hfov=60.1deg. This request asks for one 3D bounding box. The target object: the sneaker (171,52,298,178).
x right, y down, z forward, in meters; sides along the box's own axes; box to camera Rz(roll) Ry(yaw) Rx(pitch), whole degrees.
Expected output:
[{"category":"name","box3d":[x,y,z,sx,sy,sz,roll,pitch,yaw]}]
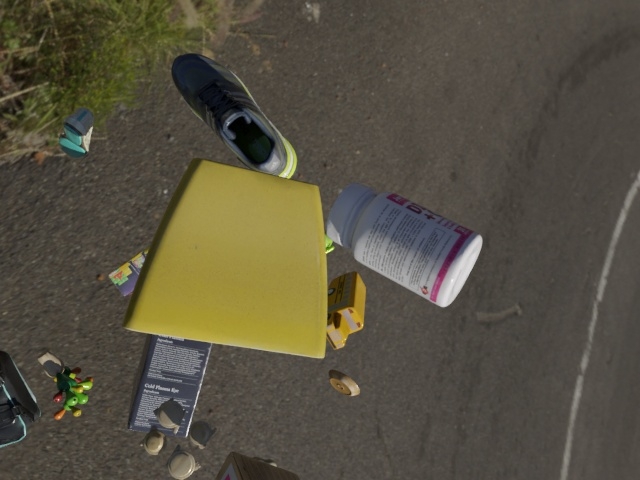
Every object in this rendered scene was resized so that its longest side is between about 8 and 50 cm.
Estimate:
[{"category":"sneaker","box3d":[-0.158,-0.229,0.992,0.300,0.111,0.121,45,2,4]}]

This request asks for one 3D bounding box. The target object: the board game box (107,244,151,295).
[{"category":"board game box","box3d":[-0.275,0.028,0.970,0.170,0.141,0.048,-37,95,-10]}]

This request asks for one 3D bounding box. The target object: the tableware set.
[{"category":"tableware set","box3d":[-0.339,0.467,1.305,0.168,0.020,0.141,34,83,7]}]

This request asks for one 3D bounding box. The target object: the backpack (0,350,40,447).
[{"category":"backpack","box3d":[-0.628,0.302,0.996,0.188,0.144,0.166,-26,103,-10]}]

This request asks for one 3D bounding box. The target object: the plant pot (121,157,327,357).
[{"category":"plant pot","box3d":[-0.101,0.013,0.664,0.212,0.212,0.187,12,89,-15]}]

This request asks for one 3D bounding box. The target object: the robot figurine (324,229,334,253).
[{"category":"robot figurine","box3d":[0.000,0.000,1.913,0.101,0.067,0.115,59,22,5]}]

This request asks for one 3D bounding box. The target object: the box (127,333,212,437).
[{"category":"box","box3d":[-0.465,0.380,1.720,0.178,0.343,0.313,14,94,-17]}]

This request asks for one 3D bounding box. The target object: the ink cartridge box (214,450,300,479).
[{"category":"ink cartridge box","box3d":[-0.108,0.577,1.182,0.193,0.234,0.088,30,92,-25]}]

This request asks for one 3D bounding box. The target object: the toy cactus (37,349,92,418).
[{"category":"toy cactus","box3d":[-0.709,0.382,1.512,0.112,0.219,0.181,-33,109,-7]}]

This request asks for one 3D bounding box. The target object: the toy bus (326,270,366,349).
[{"category":"toy bus","box3d":[0.085,0.244,1.990,0.108,0.130,0.333,62,17,-19]}]

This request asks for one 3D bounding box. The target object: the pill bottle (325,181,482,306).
[{"category":"pill bottle","box3d":[0.162,0.000,1.113,0.160,0.283,0.160,-47,154,-32]}]

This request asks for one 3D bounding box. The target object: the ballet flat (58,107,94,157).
[{"category":"ballet flat","box3d":[-0.420,-0.187,0.968,0.057,0.168,0.052,38,68,-20]}]

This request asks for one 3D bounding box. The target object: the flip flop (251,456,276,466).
[{"category":"flip flop","box3d":[-0.236,0.849,2.001,0.080,0.112,0.277,56,8,32]}]

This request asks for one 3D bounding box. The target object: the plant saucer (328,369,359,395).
[{"category":"plant saucer","box3d":[0.049,0.322,1.235,0.015,0.083,0.083,-49,115,-31]}]
